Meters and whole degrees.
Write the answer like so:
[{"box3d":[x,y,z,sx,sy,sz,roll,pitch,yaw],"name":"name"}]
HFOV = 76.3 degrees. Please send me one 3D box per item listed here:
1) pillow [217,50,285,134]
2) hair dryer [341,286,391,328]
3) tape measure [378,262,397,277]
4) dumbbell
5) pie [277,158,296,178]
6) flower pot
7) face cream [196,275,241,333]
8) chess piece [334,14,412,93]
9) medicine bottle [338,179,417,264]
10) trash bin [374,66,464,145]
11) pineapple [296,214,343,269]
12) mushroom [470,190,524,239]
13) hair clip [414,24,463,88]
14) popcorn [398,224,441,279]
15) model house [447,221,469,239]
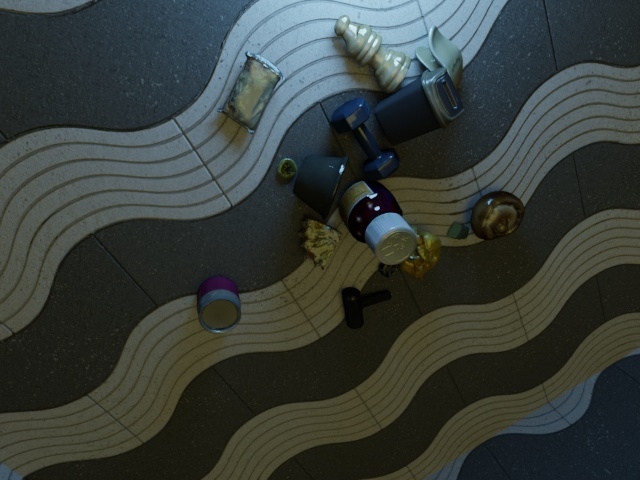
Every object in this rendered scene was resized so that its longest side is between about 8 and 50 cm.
[{"box3d":[-0.250,-0.533,1.470,0.169,0.059,0.255,27,105,-23],"name":"pillow"},{"box3d":[0.230,0.300,1.951,0.251,0.089,0.197,-16,116,-15],"name":"hair dryer"},{"box3d":[0.319,0.124,1.911,0.091,0.054,0.094,10,103,-17],"name":"tape measure"},{"box3d":[0.181,-0.391,1.602,0.325,0.160,0.144,50,63,-28],"name":"dumbbell"},{"box3d":[-0.132,-0.287,1.628,0.084,0.021,0.084,-6,115,-13],"name":"pie"},{"box3d":[-0.007,-0.228,1.584,0.166,0.269,0.268,19,107,-2],"name":"flower pot"},{"box3d":[-0.420,0.265,1.687,0.175,0.195,0.175,-7,116,-14],"name":"face cream"},{"box3d":[0.177,-0.694,1.497,0.307,0.124,0.139,30,134,-21],"name":"chess piece"},{"box3d":[0.224,-0.079,1.615,0.243,0.395,0.242,-5,118,-10],"name":"medicine bottle"},{"box3d":[0.368,-0.498,1.534,0.290,0.182,0.209,-20,116,32],"name":"trash bin"},{"box3d":[0.000,0.000,1.739,0.186,0.114,0.236,-14,112,-9],"name":"pineapple"},{"box3d":[0.811,-0.114,1.889,0.253,0.153,0.253,-7,117,-13],"name":"mushroom"},{"box3d":[0.473,-0.674,1.560,0.282,0.113,0.172,44,58,-18],"name":"hair clip"},{"box3d":[0.444,0.050,1.837,0.190,0.191,0.253,2,135,25],"name":"popcorn"},{"box3d":[0.661,-0.038,1.941,0.083,0.066,0.078,17,97,-40],"name":"model house"}]
